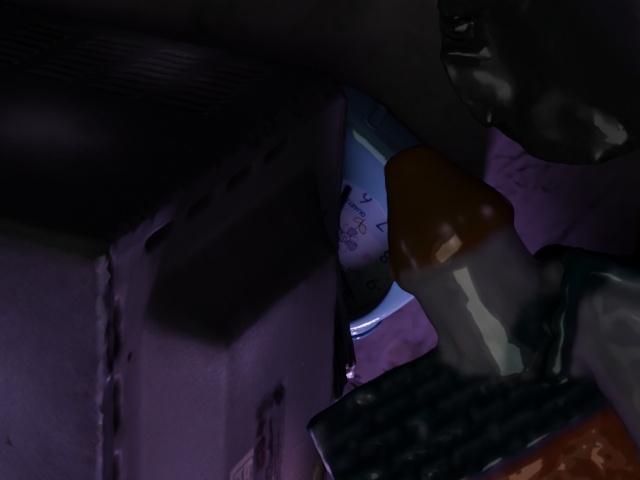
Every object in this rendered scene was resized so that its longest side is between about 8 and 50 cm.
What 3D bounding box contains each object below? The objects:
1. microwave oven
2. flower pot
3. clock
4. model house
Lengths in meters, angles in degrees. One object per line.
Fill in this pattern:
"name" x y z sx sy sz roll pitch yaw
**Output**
"microwave oven" -0.171 0.124 0.990 0.374 0.236 0.432 15 117 22
"flower pot" 0.122 -0.107 0.894 0.157 0.107 0.157 12 119 22
"clock" 0.000 0.000 1.024 0.108 0.045 0.147 43 118 -4
"model house" 0.113 0.086 0.940 0.271 0.190 0.301 -28 94 3
